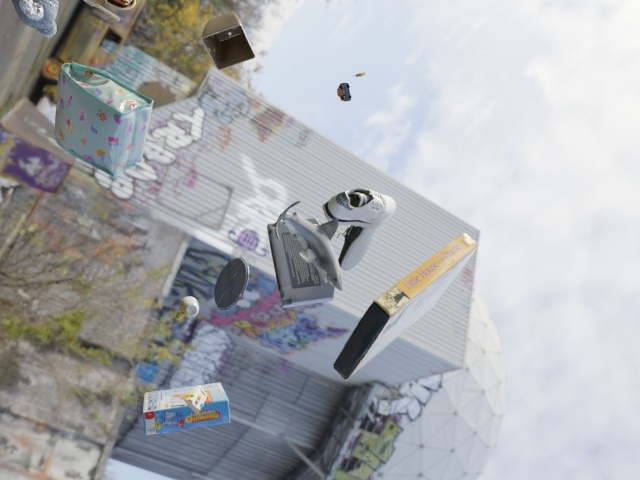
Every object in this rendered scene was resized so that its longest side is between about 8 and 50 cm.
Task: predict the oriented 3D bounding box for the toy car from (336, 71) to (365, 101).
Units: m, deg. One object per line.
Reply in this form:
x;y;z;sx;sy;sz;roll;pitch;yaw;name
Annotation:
0.094;-0.465;1.885;0.122;0.060;0.041;-36;-158;-32;toy car

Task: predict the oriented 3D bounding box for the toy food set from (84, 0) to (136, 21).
-0.621;-0.755;1.871;0.038;0.132;0.192;-38;-151;45;toy food set

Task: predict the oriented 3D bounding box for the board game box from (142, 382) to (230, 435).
-0.511;0.631;2.338;0.308;0.302;0.086;177;-91;-76;board game box

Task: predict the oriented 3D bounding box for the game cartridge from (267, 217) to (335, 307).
-0.056;0.070;2.040;0.062;0.198;0.297;120;-38;-59;game cartridge

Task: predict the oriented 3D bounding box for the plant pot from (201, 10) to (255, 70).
-0.241;-0.527;1.604;0.109;0.109;0.096;-17;-127;8;plant pot

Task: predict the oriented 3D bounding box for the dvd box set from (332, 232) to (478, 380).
0.229;0.172;1.649;0.420;0.062;0.307;-31;156;-40;dvd box set

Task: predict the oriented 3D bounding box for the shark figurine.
-0.016;-0.024;1.425;0.116;0.278;0.166;-33;-139;8;shark figurine

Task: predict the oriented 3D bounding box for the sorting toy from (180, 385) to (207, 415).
-0.416;0.532;2.085;0.045;0.083;0.075;-22;-158;38;sorting toy

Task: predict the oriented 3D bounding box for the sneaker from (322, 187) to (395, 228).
0.118;-0.090;1.566;0.095;0.235;0.090;-46;-117;41;sneaker

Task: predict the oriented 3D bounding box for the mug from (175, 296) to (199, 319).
-0.411;0.219;1.937;0.078;0.062;0.064;-68;-159;-2;mug

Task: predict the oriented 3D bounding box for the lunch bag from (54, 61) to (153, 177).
-0.611;-0.335;1.689;0.160;0.262;0.223;-45;162;-53;lunch bag

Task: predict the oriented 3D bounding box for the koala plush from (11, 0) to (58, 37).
-0.808;-0.684;1.713;0.203;0.221;0.196;-25;-175;-11;koala plush

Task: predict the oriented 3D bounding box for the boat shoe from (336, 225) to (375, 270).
0.119;-0.024;2.023;0.079;0.095;0.254;29;-84;35;boat shoe

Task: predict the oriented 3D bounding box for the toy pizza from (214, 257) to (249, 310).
-0.318;0.160;2.249;0.201;0.032;0.201;-28;-130;38;toy pizza
